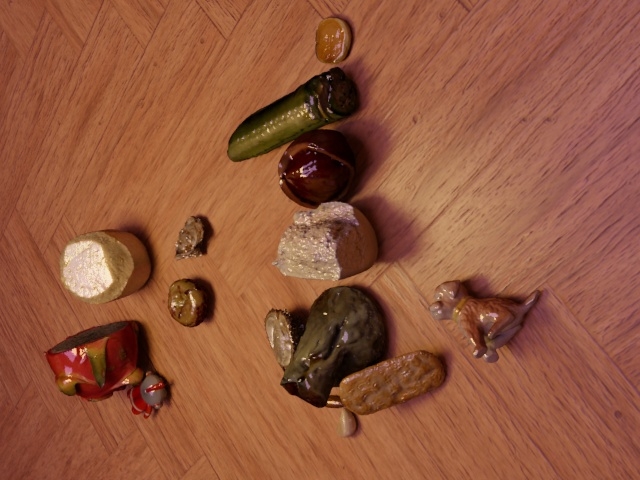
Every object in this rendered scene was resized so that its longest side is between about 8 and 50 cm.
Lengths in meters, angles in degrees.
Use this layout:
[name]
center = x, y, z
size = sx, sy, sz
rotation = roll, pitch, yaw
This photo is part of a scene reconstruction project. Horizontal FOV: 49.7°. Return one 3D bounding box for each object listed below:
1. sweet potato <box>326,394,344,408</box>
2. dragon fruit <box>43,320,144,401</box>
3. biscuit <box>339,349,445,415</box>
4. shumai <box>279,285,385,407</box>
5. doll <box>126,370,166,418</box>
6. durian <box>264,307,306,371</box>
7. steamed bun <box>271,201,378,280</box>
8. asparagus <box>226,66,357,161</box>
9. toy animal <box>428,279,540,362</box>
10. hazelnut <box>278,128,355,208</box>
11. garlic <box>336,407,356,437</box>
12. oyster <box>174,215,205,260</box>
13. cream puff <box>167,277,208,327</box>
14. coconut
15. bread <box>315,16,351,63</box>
[sweet potato]
center = 0.034, 0.409, 1.752
size = 0.095, 0.034, 0.034
rotation = -11, 92, 39
[dragon fruit]
center = -0.705, 0.403, 2.211
size = 0.305, 0.305, 0.225
rotation = -8, 101, 41
[biscuit]
center = 0.159, 0.321, 1.552
size = 0.247, 0.029, 0.118
rotation = -25, 115, 14
[shumai]
center = 0.018, 0.247, 1.626
size = 0.222, 0.204, 0.271
rotation = 5, 99, 39
[doll]
center = -0.561, 0.495, 2.240
size = 0.245, 0.076, 0.142
rotation = -36, 72, 43
[durian]
center = -0.077, 0.258, 1.780
size = 0.148, 0.091, 0.188
rotation = 31, 121, 46
[steamed bun]
center = 0.000, 0.000, 1.585
size = 0.226, 0.200, 0.170
rotation = -3, 102, 39
[asparagus]
center = -0.082, -0.292, 1.661
size = 0.382, 0.108, 0.128
rotation = -18, 56, 43
[toy animal]
center = 0.332, 0.126, 1.428
size = 0.184, 0.104, 0.185
rotation = -49, 46, 5
[hazelnut]
center = -0.002, -0.160, 1.584
size = 0.170, 0.160, 0.201
rotation = 20, 122, 15
[garlic]
center = 0.063, 0.466, 1.736
size = 0.053, 0.041, 0.083
rotation = 42, 130, 32
[oyster]
center = -0.378, 0.006, 2.004
size = 0.177, 0.056, 0.105
rotation = -52, 55, 33
[cream puff]
center = -0.379, 0.178, 2.019
size = 0.149, 0.084, 0.149
rotation = 7, 101, 35
[coconut]
center = -0.661, 0.078, 2.140
size = 0.239, 0.244, 0.239
rotation = 1, 93, 10
[bread]
center = 0.027, -0.460, 1.591
size = 0.110, 0.024, 0.110
rotation = 10, 105, 38
